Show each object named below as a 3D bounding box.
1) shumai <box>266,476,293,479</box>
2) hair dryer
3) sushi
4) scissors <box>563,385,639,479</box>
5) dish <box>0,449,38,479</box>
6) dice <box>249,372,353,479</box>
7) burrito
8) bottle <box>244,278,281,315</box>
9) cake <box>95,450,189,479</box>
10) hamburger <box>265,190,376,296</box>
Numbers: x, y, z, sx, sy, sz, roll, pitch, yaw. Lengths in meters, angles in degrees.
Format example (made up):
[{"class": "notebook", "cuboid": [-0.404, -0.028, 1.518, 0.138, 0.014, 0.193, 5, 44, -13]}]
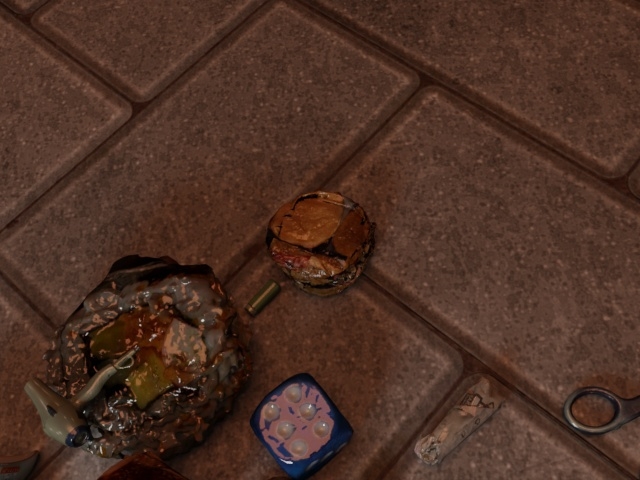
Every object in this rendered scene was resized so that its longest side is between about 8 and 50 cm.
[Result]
[{"class": "shumai", "cuboid": [-0.080, 0.496, 1.217, 0.161, 0.153, 0.210, 20, 62, 9]}, {"class": "hair dryer", "cuboid": [-0.428, 0.244, 1.260, 0.167, 0.067, 0.199, 18, 65, 26]}, {"class": "sushi", "cuboid": [-0.318, 0.222, 1.366, 0.417, 0.176, 0.418, -6, 61, 11]}, {"class": "scissors", "cuboid": [0.657, 0.286, 1.308, 0.383, 0.029, 0.256, -35, 64, -13]}, {"class": "dish", "cuboid": [-0.619, 0.419, 1.289, 0.151, 0.212, 0.077, -1, 77, 6]}, {"class": "dice", "cuboid": [-0.035, 0.335, 1.298, 0.146, 0.146, 0.143, -39, 67, -10]}, {"class": "burrito", "cuboid": [0.254, 0.329, 1.315, 0.203, 0.064, 0.064, -38, 64, -14]}, {"class": "bottle", "cuboid": [-0.119, 0.118, 1.486, 0.030, 0.030, 0.083, 37, 73, 22]}, {"class": "cake", "cuboid": [-0.302, 0.473, 1.150, 0.198, 0.293, 0.196, 29, 28, 23]}, {"class": "hamburger", "cuboid": [0.000, 0.000, 1.495, 0.231, 0.107, 0.231, -4, 58, 7]}]
